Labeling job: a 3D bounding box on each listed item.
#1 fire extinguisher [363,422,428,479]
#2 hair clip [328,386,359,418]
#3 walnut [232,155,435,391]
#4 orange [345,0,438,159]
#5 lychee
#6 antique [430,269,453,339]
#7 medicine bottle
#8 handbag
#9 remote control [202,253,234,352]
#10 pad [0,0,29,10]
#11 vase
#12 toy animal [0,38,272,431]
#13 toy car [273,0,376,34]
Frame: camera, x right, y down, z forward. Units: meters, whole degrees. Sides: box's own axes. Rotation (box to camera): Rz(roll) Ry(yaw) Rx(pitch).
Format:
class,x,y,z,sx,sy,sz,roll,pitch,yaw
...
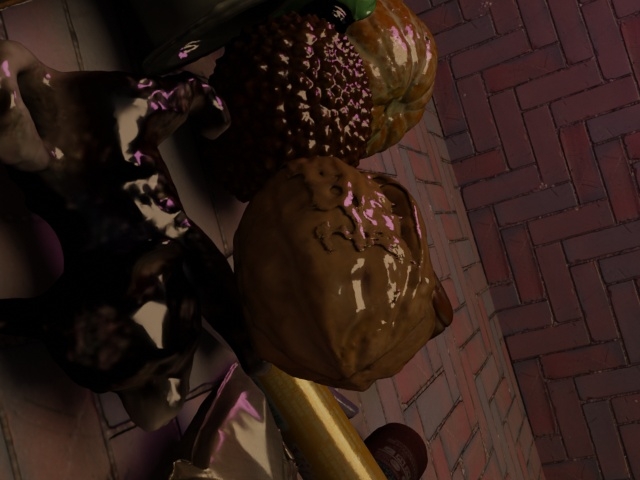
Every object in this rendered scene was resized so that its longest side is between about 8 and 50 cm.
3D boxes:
class,x,y,z,sx,sy,sz,roll,pitch,yaw
fire extinguisher,0.072,0.376,1.069,0.135,0.114,0.337,60,19,9
hair clip,-0.026,0.194,0.997,0.137,0.090,0.278,-75,143,-64
walnut,0.012,0.029,0.643,0.198,0.198,0.245,52,15,-43
orange,0.073,-0.303,1.299,0.249,0.329,0.329,50,6,35
lychee,-0.052,-0.187,0.973,0.267,0.268,0.267,50,31,-45
antique,0.132,0.072,1.179,0.223,0.129,0.278,57,5,31
medicine bottle,0.040,0.315,0.882,0.426,0.108,0.108,58,23,-6
handbag,-0.079,0.277,0.768,0.182,0.117,0.270,-66,140,-51
remote control,-0.097,0.064,0.945,0.103,0.034,0.250,42,24,0
pad,-0.266,-0.405,0.654,0.375,0.063,0.315,-40,98,-39
vase,-0.195,-0.392,0.881,0.291,0.245,0.245,59,24,-9
toy animal,-0.192,0.001,0.614,0.303,0.194,0.344,19,54,-71
toy car,-0.086,-0.443,1.090,0.176,0.359,0.213,90,7,-47
